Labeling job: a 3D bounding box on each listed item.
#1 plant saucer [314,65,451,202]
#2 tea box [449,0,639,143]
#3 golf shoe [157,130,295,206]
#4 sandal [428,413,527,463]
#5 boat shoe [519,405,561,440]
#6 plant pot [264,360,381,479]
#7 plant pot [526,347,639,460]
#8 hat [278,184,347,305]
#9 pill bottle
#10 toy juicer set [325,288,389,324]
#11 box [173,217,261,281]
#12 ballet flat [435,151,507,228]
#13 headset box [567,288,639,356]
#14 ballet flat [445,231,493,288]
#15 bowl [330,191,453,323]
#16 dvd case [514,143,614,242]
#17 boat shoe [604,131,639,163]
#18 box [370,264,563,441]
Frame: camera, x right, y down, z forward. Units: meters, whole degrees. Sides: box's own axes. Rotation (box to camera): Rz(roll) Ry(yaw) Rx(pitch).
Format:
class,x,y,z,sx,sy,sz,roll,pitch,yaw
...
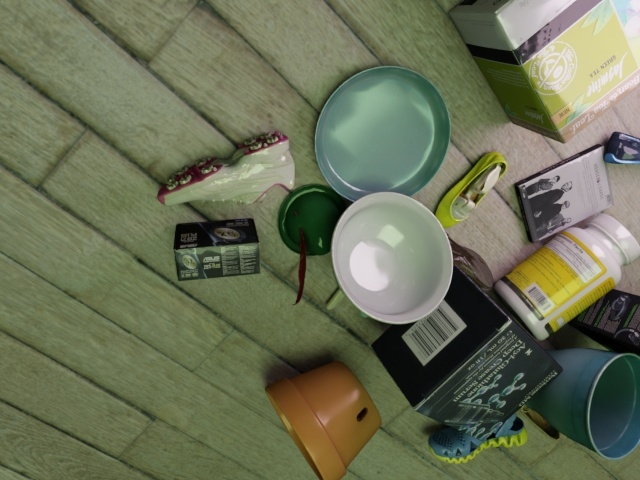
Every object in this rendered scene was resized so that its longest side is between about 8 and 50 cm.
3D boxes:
class,x,y,z,sx,sy,sz,roll,pitch,yaw
plant saucer,0.139,-0.233,1.246,0.317,0.044,0.318,-5,115,-10
tea box,0.511,-0.442,1.136,0.329,0.220,0.323,-39,116,6
golf shoe,-0.195,-0.121,1.187,0.306,0.115,0.140,-22,119,-1
sandal,0.463,0.554,1.628,0.317,0.126,0.138,-13,112,-16
boat shoe,0.644,0.488,1.646,0.104,0.089,0.285,-39,115,6
plant pot,0.017,0.445,1.405,0.203,0.291,0.291,-32,117,-15
plant pot,0.698,0.412,1.487,0.271,0.255,0.272,-1,93,-29
hat,0.000,0.000,1.239,0.172,0.183,0.209,-8,115,-9
pill bottle,0.634,0.089,1.415,0.334,0.188,0.188,-39,115,6
toy juicer set,0.200,0.120,1.389,0.329,0.089,0.209,10,111,-16
box,-0.229,0.017,1.218,0.180,0.147,0.078,-5,115,-10
ballet flat,0.365,-0.115,1.327,0.077,0.077,0.231,33,103,-24
headset box,0.838,0.236,1.481,0.246,0.283,0.131,30,88,-23
ballet flat,0.350,0.050,1.408,0.250,0.084,0.058,33,136,-23
bowl,0.143,0.048,1.268,0.297,0.134,0.298,4,76,-18
dvd case,0.629,-0.118,1.410,0.238,0.029,0.179,-25,116,-1
boat shoe,0.837,-0.233,1.361,0.258,0.109,0.089,-2,99,-19
box,0.372,0.295,1.375,0.293,0.212,0.395,-46,134,9
